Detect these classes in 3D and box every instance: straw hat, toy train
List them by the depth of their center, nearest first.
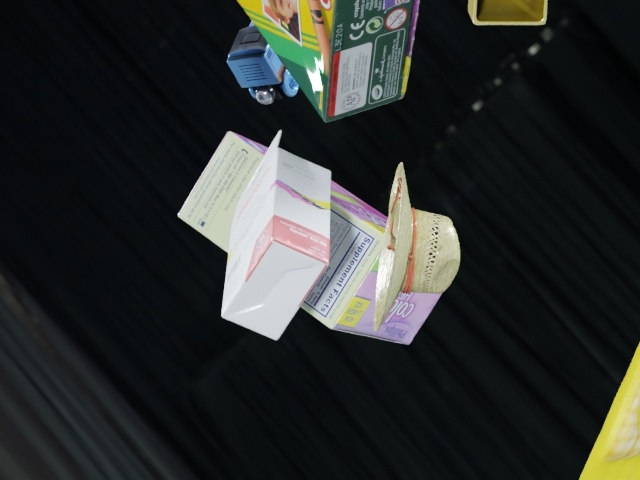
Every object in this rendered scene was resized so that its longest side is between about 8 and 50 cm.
[{"bbox_3d":[0.086,0.010,1.246,0.144,0.061,0.144,-172,90,-87],"label":"straw hat"},{"bbox_3d":[-0.062,-0.275,2.074,0.080,0.105,0.184,-1,49,28],"label":"toy train"}]

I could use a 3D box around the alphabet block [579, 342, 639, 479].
[{"bbox_3d":[0.269,0.093,0.747,0.192,0.197,0.193,-64,0,-15],"label":"alphabet block"}]

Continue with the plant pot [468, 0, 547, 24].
[{"bbox_3d":[0.199,-0.282,1.628,0.081,0.081,0.083,-1,17,-7],"label":"plant pot"}]

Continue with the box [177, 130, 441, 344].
[{"bbox_3d":[0.000,0.000,1.713,0.117,0.243,0.213,-58,-27,7],"label":"box"}]

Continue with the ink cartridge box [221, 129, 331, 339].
[{"bbox_3d":[-0.042,-0.010,1.513,0.115,0.067,0.198,-56,19,33],"label":"ink cartridge box"}]

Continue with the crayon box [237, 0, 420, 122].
[{"bbox_3d":[-0.015,-0.355,1.457,0.106,0.313,0.363,-19,-39,-21],"label":"crayon box"}]
